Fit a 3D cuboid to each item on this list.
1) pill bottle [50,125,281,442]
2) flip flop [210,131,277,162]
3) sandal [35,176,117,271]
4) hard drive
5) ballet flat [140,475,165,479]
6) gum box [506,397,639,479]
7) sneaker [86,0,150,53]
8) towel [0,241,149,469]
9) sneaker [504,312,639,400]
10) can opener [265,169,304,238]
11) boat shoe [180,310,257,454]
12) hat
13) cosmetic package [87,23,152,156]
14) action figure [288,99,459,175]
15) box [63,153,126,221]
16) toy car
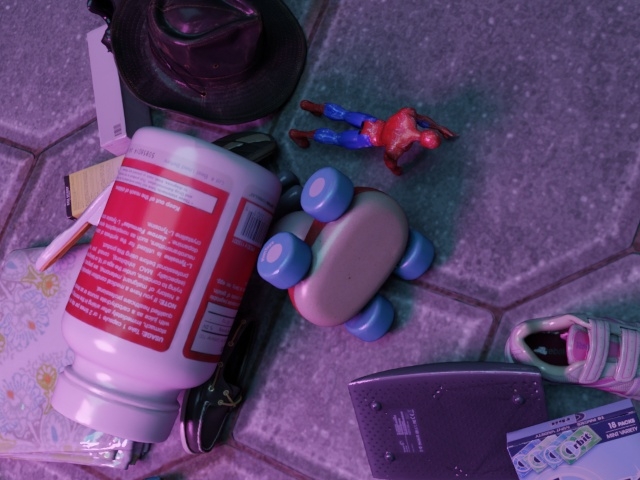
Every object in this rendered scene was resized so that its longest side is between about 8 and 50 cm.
[{"bbox_3d":[-0.226,0.063,1.145,0.229,0.229,0.408,19,85,26],"label":"pill bottle"},{"bbox_3d":[-0.183,-0.080,1.330,0.277,0.080,0.112,-45,40,-10],"label":"flip flop"},{"bbox_3d":[-0.356,-0.029,1.333,0.076,0.102,0.265,45,93,-8],"label":"sandal"},{"bbox_3d":[0.176,0.238,1.062,0.254,0.054,0.172,-8,110,22],"label":"hard drive"},{"bbox_3d":[-0.328,0.434,1.259,0.232,0.080,0.073,-22,95,18],"label":"ballet flat"},{"bbox_3d":[0.334,0.302,0.981,0.157,0.041,0.184,-21,100,16],"label":"gum box"},{"bbox_3d":[-0.308,-0.337,1.408,0.286,0.130,0.109,52,138,15],"label":"sneaker"},{"bbox_3d":[-0.422,0.185,1.351,0.320,0.090,0.375,-3,73,21],"label":"towel"},{"bbox_3d":[0.356,0.147,1.026,0.252,0.111,0.103,-3,73,22],"label":"sneaker"},{"bbox_3d":[-0.144,-0.010,1.297,0.280,0.093,0.074,-37,63,4],"label":"can opener"},{"bbox_3d":[-0.154,0.217,1.233,0.068,0.081,0.228,4,74,28],"label":"boat shoe"},{"bbox_3d":[-0.180,-0.355,1.315,0.331,0.134,0.331,3,72,-9],"label":"hat"},{"bbox_3d":[-0.361,-0.264,1.454,0.060,0.099,0.239,-20,67,18],"label":"cosmetic package"},{"bbox_3d":[0.094,-0.157,1.248,0.280,0.139,0.092,15,83,48],"label":"action figure"},{"bbox_3d":[-0.341,-0.102,1.419,0.232,0.058,0.087,-18,69,17],"label":"box"},{"bbox_3d":[0.000,0.000,1.200,0.210,0.219,0.238,-57,35,-1],"label":"toy car"}]
